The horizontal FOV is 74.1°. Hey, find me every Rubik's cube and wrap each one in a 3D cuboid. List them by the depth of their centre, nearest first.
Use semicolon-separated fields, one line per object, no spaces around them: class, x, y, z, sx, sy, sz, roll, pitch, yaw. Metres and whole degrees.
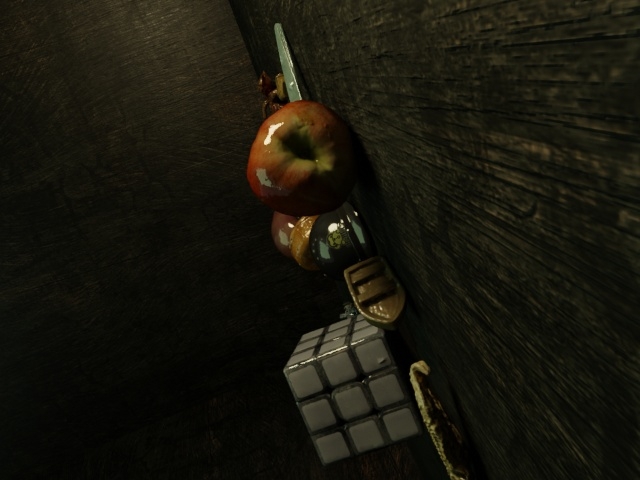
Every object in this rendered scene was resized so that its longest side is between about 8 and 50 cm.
Rubik's cube;0.103;0.407;1.247;0.301;0.303;0.306;-26;-88;-80

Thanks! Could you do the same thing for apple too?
apple;-0.085;-0.062;1.928;0.235;0.305;0.306;101;149;-64

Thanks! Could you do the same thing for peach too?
peach;-0.031;-0.158;0.885;0.256;0.232;0.233;160;88;-88

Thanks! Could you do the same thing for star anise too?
star anise;-0.201;-0.604;1.772;0.196;0.110;0.213;106;149;-74

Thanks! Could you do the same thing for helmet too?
helmet;0.050;0.014;1.207;0.279;0.160;0.231;77;172;-77

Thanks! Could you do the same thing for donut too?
donut;-0.002;0.001;1.458;0.114;0.226;0.227;53;168;42

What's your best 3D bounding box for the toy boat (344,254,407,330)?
toy boat;0.134;0.128;0.964;0.188;0.115;0.061;-112;-3;-47

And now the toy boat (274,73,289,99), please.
toy boat;-0.116;-0.505;1.385;0.200;0.057;0.077;-123;18;-74

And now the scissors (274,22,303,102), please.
scissors;-0.064;-0.373;1.125;0.192;0.029;0.448;-22;79;51

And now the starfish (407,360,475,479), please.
starfish;0.285;0.460;0.971;0.324;0.082;0.433;20;-131;-80

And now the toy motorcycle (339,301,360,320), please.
toy motorcycle;0.163;0.304;1.802;0.229;0.129;0.094;121;149;-69

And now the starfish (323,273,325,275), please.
starfish;0.012;-0.025;1.683;0.303;0.112;0.313;-40;62;60
